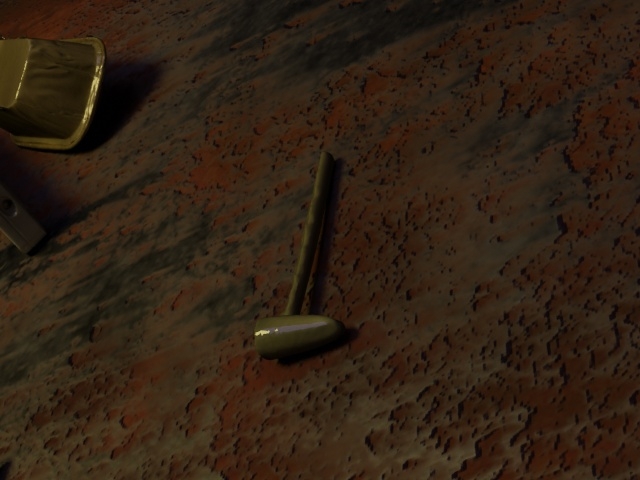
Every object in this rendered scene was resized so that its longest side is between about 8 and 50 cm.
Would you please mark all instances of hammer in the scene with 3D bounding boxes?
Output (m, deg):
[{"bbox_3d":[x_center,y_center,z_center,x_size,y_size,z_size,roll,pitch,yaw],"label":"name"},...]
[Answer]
[{"bbox_3d":[0.000,0.000,1.008,0.060,0.028,0.195,-16,40,25],"label":"hammer"}]

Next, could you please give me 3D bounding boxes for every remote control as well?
[{"bbox_3d":[-0.321,-0.066,1.331,0.034,0.103,0.250,-44,35,-8],"label":"remote control"}]

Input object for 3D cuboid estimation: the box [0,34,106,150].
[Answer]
[{"bbox_3d":[-0.258,-0.142,1.367,0.177,0.111,0.111,10,58,54],"label":"box"}]
